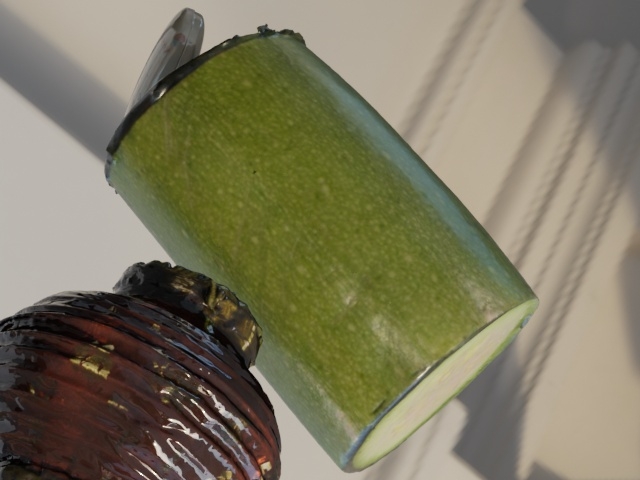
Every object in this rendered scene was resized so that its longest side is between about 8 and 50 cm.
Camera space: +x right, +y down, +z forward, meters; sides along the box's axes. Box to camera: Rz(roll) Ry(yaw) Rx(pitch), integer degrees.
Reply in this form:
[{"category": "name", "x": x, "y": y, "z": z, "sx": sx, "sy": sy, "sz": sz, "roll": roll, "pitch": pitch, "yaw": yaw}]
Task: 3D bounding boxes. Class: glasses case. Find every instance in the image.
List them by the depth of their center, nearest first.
[{"category": "glasses case", "x": -0.174, "y": -0.162, "z": 1.746, "sx": 0.081, "sy": 0.051, "sz": 0.204, "roll": -84, "pitch": -161, "yaw": -52}]

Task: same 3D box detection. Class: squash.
[{"category": "squash", "x": 0.000, "y": 0.000, "z": 1.580, "sx": 0.263, "sy": 0.384, "sz": 0.263, "roll": -38, "pitch": 165, "yaw": -12}]

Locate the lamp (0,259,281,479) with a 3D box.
[{"category": "lamp", "x": -0.137, "y": 0.130, "z": 1.150, "sx": 0.247, "sy": 0.247, "sz": 0.247, "roll": -39, "pitch": -154, "yaw": 23}]
